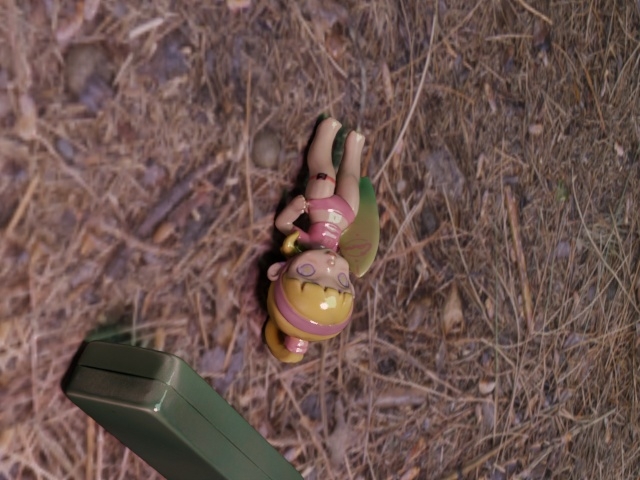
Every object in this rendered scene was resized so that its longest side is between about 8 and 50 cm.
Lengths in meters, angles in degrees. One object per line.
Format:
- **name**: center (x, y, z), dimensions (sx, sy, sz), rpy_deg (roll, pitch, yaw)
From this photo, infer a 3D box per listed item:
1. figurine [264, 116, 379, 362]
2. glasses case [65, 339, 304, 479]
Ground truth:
- **figurine**: center (0.000, 0.000, 0.850), dimensions (0.083, 0.083, 0.187), rpy_deg (39, 53, -51)
- **glasses case**: center (-0.083, 0.129, 0.734), dimensions (0.184, 0.078, 0.039), rpy_deg (54, 50, -46)
